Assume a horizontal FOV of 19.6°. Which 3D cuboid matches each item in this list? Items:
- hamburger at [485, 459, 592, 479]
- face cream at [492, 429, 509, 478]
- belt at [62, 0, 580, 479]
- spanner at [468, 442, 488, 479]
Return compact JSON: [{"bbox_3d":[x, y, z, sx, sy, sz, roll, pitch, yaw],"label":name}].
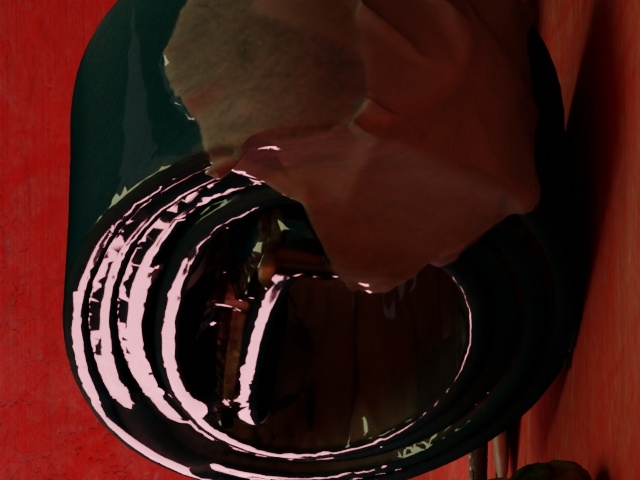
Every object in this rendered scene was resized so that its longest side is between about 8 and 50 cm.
[{"bbox_3d":[0.083,0.259,0.940,0.285,0.134,0.266,-97,5,-69],"label":"hamburger"},{"bbox_3d":[0.124,0.072,1.371,0.114,0.070,0.224,-85,-15,-52],"label":"face cream"},{"bbox_3d":[0.000,0.000,1.109,0.436,0.300,0.173,98,171,-62],"label":"belt"},{"bbox_3d":[0.127,0.199,1.512,0.071,0.017,0.302,-44,-43,-65],"label":"spanner"}]
